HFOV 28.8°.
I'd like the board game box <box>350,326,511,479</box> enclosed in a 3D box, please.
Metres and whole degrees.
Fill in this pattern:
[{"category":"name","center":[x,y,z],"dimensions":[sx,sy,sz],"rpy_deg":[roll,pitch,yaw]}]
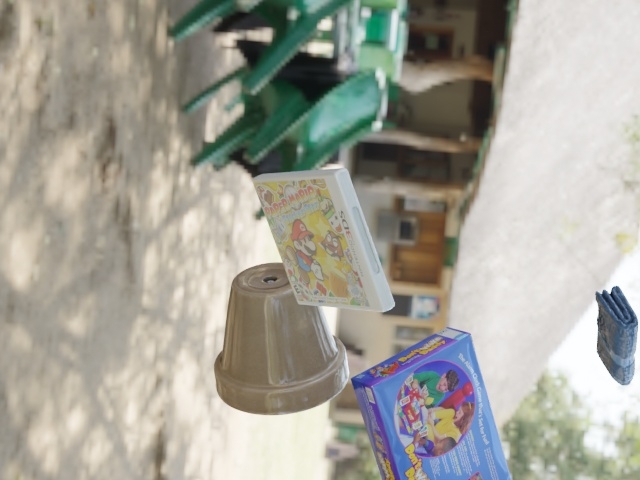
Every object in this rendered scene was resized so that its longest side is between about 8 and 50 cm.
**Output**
[{"category":"board game box","center":[0.216,0.370,2.346],"dimensions":[0.078,0.233,0.347],"rpy_deg":[12,-57,60]}]

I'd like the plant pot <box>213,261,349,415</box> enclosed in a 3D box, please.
[{"category":"plant pot","center":[-0.081,0.173,2.390],"dimensions":[0.263,0.263,0.229],"rpy_deg":[-80,167,-65]}]

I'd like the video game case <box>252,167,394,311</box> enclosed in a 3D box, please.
[{"category":"video game case","center":[0.000,0.000,1.770],"dimensions":[0.227,0.026,0.206],"rpy_deg":[1,-66,58]}]

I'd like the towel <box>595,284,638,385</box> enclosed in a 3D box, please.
[{"category":"towel","center":[0.336,0.111,1.418],"dimensions":[0.119,0.029,0.067],"rpy_deg":[80,-9,-47]}]
